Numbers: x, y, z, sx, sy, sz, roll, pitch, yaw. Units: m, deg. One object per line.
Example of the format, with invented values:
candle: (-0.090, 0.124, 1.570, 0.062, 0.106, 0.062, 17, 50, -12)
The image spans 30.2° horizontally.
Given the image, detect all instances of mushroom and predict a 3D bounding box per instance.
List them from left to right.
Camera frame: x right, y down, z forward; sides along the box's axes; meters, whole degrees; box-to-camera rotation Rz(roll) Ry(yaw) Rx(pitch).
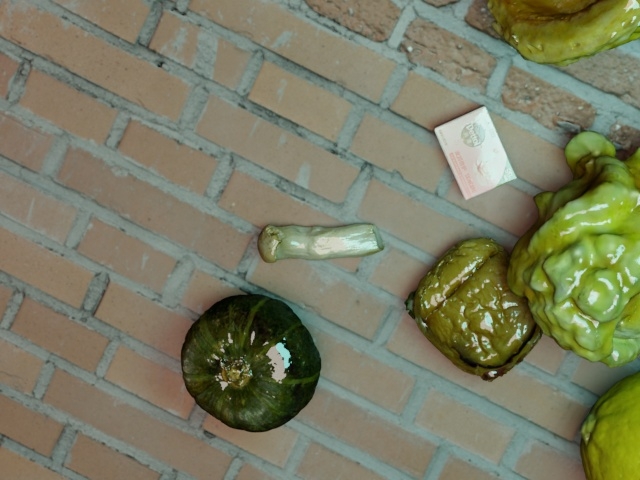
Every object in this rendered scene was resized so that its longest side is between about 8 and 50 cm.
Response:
mushroom: (0.001, 0.003, 1.864, 0.202, 0.054, 0.059, -1, 98, 1)

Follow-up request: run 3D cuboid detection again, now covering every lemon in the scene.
lemon: (0.530, 0.322, 1.757, 0.293, 0.293, 0.293, 1, 100, 5)

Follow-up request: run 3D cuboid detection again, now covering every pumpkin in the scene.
pumpkin: (-0.108, 0.190, 1.854, 0.223, 0.157, 0.224, 4, 99, 22)

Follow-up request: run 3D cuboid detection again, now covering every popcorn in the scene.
popcorn: (0.433, 0.019, 1.708, 0.274, 0.335, 0.279, 24, 144, 36)

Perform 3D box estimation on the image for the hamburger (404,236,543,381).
hamburger: (0.248, 0.109, 1.820, 0.183, 0.130, 0.206, -44, 91, 8)

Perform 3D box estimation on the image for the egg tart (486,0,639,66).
egg tart: (0.398, -0.399, 1.642, 0.169, 0.388, 0.388, 27, 103, -34)

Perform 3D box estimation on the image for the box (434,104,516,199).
box: (0.237, -0.135, 1.819, 0.089, 0.043, 0.125, -25, 97, 9)
